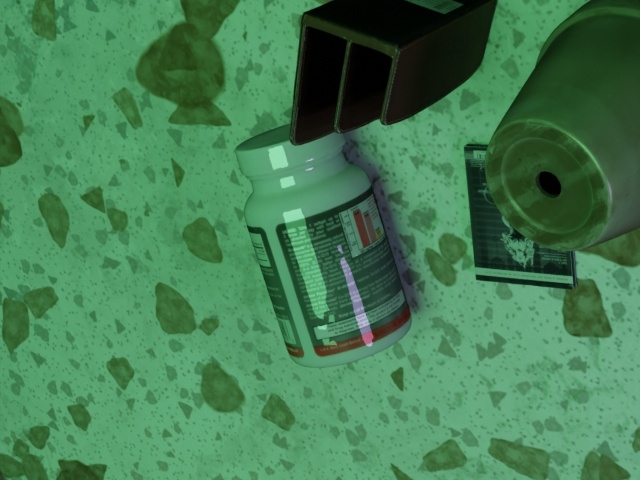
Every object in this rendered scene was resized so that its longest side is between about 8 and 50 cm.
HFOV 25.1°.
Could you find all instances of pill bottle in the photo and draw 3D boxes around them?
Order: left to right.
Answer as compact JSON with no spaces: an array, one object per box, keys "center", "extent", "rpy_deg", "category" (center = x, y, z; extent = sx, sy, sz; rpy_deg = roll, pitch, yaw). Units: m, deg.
[{"center":[0.000,0.000,2.280],"extent":[0.210,0.210,0.363],"rpy_deg":[-8,106,36],"category":"pill bottle"}]

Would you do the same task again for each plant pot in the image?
[{"center":[0.372,-0.131,1.885],"extent":[0.323,0.280,0.323],"rpy_deg":[26,134,30],"category":"plant pot"}]

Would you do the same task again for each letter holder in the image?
[{"center":[0.102,-0.238,2.044],"extent":[0.152,0.302,0.214],"rpy_deg":[23,122,24],"category":"letter holder"}]

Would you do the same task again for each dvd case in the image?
[{"center":[0.303,-0.036,2.181],"extent":[0.164,0.018,0.221],"rpy_deg":[5,112,31],"category":"dvd case"}]
